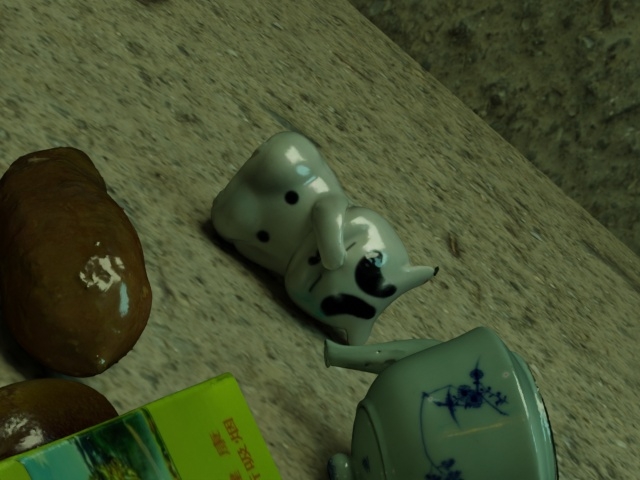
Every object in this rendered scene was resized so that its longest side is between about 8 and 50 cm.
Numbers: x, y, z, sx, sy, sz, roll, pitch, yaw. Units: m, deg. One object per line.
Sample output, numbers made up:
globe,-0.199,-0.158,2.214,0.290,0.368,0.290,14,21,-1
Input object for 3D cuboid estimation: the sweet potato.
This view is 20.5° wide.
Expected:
sweet potato,-0.167,-0.010,1.145,0.097,0.097,0.292,32,16,-26

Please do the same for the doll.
doll,-0.006,-0.005,1.470,0.181,0.110,0.107,46,15,14

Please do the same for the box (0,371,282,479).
box,-0.079,0.174,0.815,0.187,0.047,0.335,65,19,4

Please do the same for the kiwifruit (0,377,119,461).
kiwifruit,-0.145,0.108,0.904,0.075,0.075,0.124,44,20,13

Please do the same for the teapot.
teapot,0.077,0.150,1.215,0.159,0.159,0.232,27,31,-40
